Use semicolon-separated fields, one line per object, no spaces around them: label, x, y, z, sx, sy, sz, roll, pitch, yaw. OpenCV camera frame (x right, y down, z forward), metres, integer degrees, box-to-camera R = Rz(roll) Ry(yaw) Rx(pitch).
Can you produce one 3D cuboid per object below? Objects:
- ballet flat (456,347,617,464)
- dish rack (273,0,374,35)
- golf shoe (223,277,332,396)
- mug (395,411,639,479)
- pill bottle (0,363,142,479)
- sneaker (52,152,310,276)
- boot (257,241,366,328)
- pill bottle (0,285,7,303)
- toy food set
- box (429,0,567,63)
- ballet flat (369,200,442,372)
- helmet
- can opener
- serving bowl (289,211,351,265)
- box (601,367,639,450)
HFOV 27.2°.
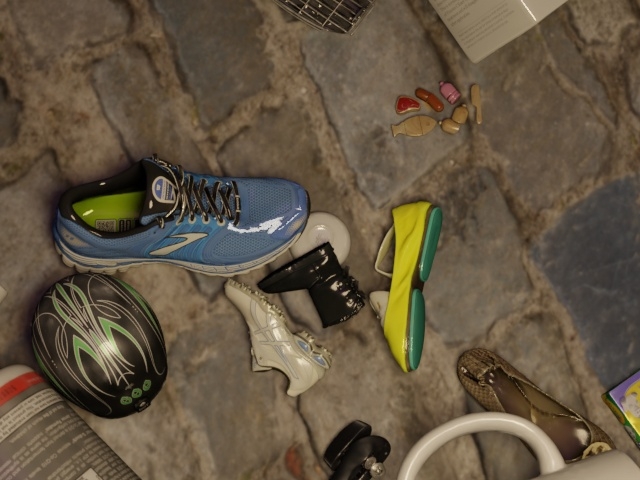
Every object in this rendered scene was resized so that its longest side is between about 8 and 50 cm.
ballet flat;0.278;0.224;1.683;0.250;0.058;0.084;40;78;6
dish rack;0.032;-0.413;1.819;0.208;0.074;0.271;36;79;6
golf shoe;-0.070;0.124;1.685;0.176;0.069;0.086;42;90;12
mug;0.225;0.382;1.534;0.328;0.276;0.374;-20;77;-4
pill bottle;-0.300;0.337;1.542;0.363;0.210;0.210;44;78;7
sneaker;-0.174;-0.031;1.665;0.330;0.147;0.130;-7;68;-6
boot;-0.009;0.068;1.710;0.121;0.045;0.099;-28;98;13
pill bottle;-0.496;0.122;1.623;0.131;0.131;0.229;37;77;5
toy food set;0.156;-0.178;1.795;0.122;0.019;0.078;-4;76;4
box;0.210;-0.445;1.727;0.215;0.168;0.345;-37;95;-25
ballet flat;0.105;0.058;1.714;0.077;0.077;0.231;4;72;19
helmet;-0.272;0.123;1.616;0.169;0.161;0.169;-12;45;13
can opener;0.020;0.315;1.655;0.059;0.073;0.186;42;78;-33
serving bowl;0.000;0.000;1.736;0.083;0.027;0.083;1;77;-4
box;0.457;0.244;1.699;0.105;0.043;0.179;-33;82;-10
